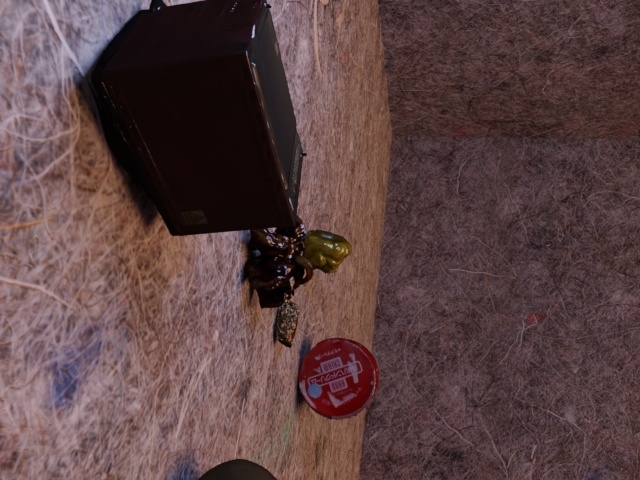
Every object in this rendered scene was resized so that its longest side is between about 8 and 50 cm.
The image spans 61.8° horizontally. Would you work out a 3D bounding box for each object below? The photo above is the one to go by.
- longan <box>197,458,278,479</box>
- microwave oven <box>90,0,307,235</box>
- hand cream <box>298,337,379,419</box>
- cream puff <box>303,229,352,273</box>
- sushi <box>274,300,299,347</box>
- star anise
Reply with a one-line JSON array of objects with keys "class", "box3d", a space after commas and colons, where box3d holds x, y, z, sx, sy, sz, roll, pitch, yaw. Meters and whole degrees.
[{"class": "longan", "box3d": [-0.128, 0.445, 0.795, 0.196, 0.197, 0.220, 70, 20, -60]}, {"class": "microwave oven", "box3d": [-0.132, -0.147, 0.649, 0.178, 0.188, 0.247, -82, 164, -44]}, {"class": "hand cream", "box3d": [0.057, 0.394, 1.543, 0.149, 0.230, 0.230, 42, 52, -73]}, {"class": "cream puff", "box3d": [0.007, 0.037, 1.456, 0.146, 0.146, 0.116, -42, 151, -72]}, {"class": "sushi", "box3d": [-0.080, 0.192, 1.271, 0.055, 0.052, 0.120, 102, 1, -61]}, {"class": "star anise", "box3d": [-0.075, 0.036, 1.091, 0.220, 0.126, 0.190, -39, 127, -70]}]
